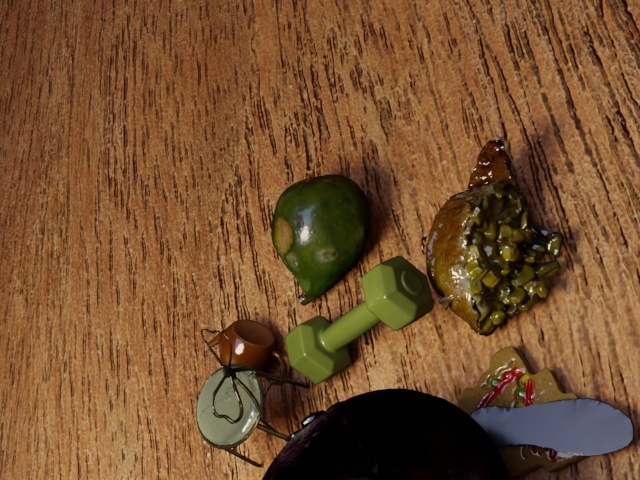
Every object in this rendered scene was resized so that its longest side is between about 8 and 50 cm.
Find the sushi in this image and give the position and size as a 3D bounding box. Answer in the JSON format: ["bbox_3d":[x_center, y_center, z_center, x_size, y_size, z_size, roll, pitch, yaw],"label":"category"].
[{"bbox_3d":[0.278,0.004,1.530,0.179,0.167,0.296,-12,54,58],"label":"sushi"}]

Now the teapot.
[{"bbox_3d":[-0.139,0.219,1.765,0.173,0.116,0.116,28,87,13],"label":"teapot"}]

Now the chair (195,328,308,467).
[{"bbox_3d":[-0.145,0.277,1.589,0.170,0.326,0.159,-23,58,25],"label":"chair"}]

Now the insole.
[{"bbox_3d":[0.339,0.279,1.403,0.253,0.005,0.086,-5,66,28],"label":"insole"}]

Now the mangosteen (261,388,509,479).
[{"bbox_3d":[0.112,0.426,1.324,0.382,0.382,0.435,-42,64,13],"label":"mangosteen"}]

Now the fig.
[{"bbox_3d":[0.000,0.000,1.733,0.195,0.195,0.244,14,114,39],"label":"fig"}]

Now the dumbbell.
[{"bbox_3d":[0.061,0.139,1.589,0.302,0.121,0.108,-40,78,42],"label":"dumbbell"}]

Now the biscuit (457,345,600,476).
[{"bbox_3d":[0.318,0.278,1.443,0.239,0.041,0.212,12,76,39],"label":"biscuit"}]
